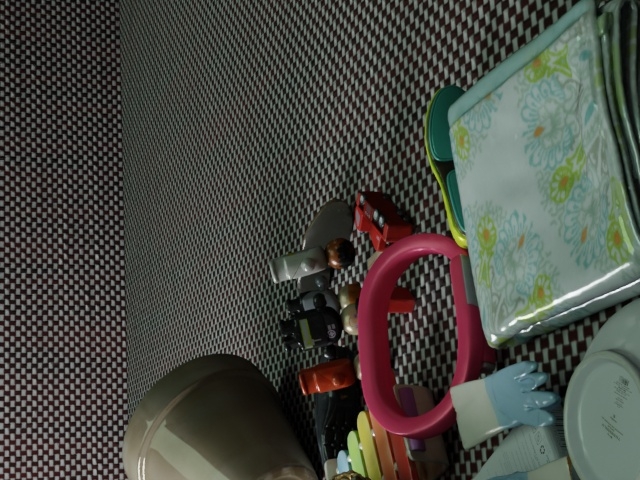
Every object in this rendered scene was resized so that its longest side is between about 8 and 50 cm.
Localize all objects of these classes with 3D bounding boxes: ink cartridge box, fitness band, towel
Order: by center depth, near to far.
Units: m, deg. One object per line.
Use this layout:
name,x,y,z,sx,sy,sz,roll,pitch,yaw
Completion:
towel,0.269,-0.069,1.380,0.374,0.090,0.321,141,128,-62
ink cartridge box,0.258,0.332,1.428,0.208,0.045,0.206,117,147,-43
fitness band,0.140,0.126,1.626,0.209,0.054,0.291,-27,55,41

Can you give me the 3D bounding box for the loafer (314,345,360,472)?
loafer,0.027,0.287,1.977,0.078,0.076,0.223,129,142,-64

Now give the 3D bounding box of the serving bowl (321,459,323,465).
serving bowl,0.021,0.369,2.041,0.083,0.027,0.083,-178,90,-67

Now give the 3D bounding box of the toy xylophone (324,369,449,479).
toy xylophone,0.106,0.349,1.759,0.323,0.081,0.236,115,148,-45

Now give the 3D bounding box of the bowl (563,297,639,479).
bowl,0.329,0.177,1.151,0.298,0.134,0.298,-179,90,-68

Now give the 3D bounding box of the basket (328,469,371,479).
basket,0.051,0.475,1.663,0.299,0.223,0.213,-50,7,51

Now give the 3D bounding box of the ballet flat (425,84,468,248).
ballet flat,0.186,-0.095,1.620,0.077,0.077,0.231,87,175,-70

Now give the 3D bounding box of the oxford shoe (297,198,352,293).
oxford shoe,0.000,0.000,2.070,0.076,0.076,0.212,-93,20,-48

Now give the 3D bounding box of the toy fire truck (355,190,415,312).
toy fire truck,0.098,0.016,1.851,0.192,0.047,0.135,-127,42,-59

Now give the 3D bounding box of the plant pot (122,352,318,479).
plant pot,-0.155,0.409,2.169,0.280,0.323,0.323,34,121,46

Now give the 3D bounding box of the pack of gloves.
pack of gloves,0.241,0.246,1.397,0.232,0.046,0.195,141,118,-65

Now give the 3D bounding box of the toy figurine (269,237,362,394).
toy figurine,0.018,0.115,1.858,0.213,0.148,0.209,72,-175,-49
